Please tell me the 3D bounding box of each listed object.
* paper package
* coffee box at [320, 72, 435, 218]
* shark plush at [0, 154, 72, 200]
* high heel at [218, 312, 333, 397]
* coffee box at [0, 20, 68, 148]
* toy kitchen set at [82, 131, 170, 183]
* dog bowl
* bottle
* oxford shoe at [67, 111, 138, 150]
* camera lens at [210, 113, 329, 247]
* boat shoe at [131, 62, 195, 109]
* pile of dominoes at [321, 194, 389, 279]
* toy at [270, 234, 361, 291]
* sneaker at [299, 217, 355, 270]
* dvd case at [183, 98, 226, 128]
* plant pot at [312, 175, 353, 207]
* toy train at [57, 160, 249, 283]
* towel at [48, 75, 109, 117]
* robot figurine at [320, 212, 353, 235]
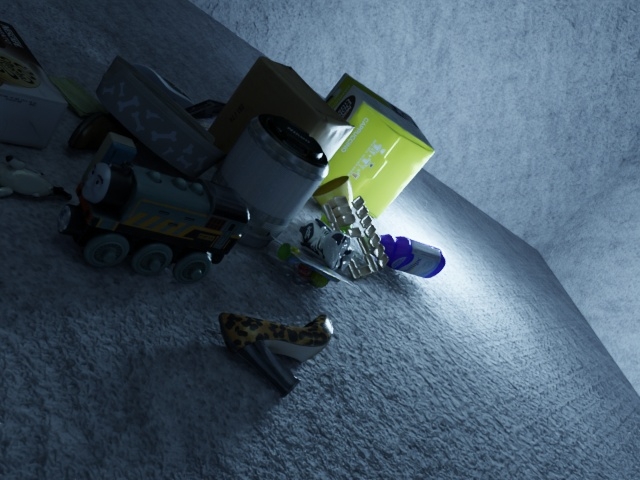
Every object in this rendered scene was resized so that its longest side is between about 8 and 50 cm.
[{"bbox_3d":[-0.128,-0.293,1.700,0.309,0.324,0.168,49,24,23],"label":"paper package"},{"bbox_3d":[0.149,-0.349,2.248,0.338,0.337,0.334,29,23,-25],"label":"coffee box"},{"bbox_3d":[-0.516,-0.111,1.084,0.067,0.073,0.161,16,8,42],"label":"shark plush"},{"bbox_3d":[-0.077,0.159,1.173,0.186,0.093,0.261,45,30,0],"label":"high heel"},{"bbox_3d":[-0.654,-0.326,1.202,0.297,0.118,0.168,49,25,26],"label":"coffee box"},{"bbox_3d":[-0.342,-0.098,1.238,0.207,0.122,0.166,15,31,-46],"label":"toy kitchen set"},{"bbox_3d":[-0.385,-0.288,1.473,0.349,0.102,0.349,43,3,-3],"label":"dog bowl"},{"bbox_3d":[0.260,0.041,1.930,0.283,0.118,0.092,17,47,-28],"label":"bottle"},{"bbox_3d":[-0.472,-0.231,1.357,0.096,0.082,0.227,40,21,-1],"label":"oxford shoe"},{"bbox_3d":[-0.130,-0.147,1.470,0.219,0.274,0.219,33,22,-15],"label":"camera lens"},{"bbox_3d":[-0.468,-0.446,1.814,0.229,0.080,0.076,30,14,-22],"label":"boat shoe"},{"bbox_3d":[0.097,-0.011,1.785,0.196,0.040,0.251,-11,75,-49],"label":"pile of dominoes"},{"bbox_3d":[-0.021,0.074,1.482,0.137,0.056,0.237,36,1,44],"label":"toy"},{"bbox_3d":[0.000,0.000,1.588,0.153,0.094,0.235,31,1,15],"label":"sneaker"},{"bbox_3d":[-0.315,-0.368,1.811,0.221,0.165,0.018,0,80,-59],"label":"dvd case"},{"bbox_3d":[0.052,-0.136,1.979,0.095,0.134,0.134,62,14,-18],"label":"plant pot"},{"bbox_3d":[-0.290,-0.039,1.105,0.334,0.190,0.142,16,30,-45],"label":"toy train"},{"bbox_3d":[-0.591,-0.347,1.477,0.148,0.027,0.110,41,20,6],"label":"towel"},{"bbox_3d":[0.046,-0.042,1.829,0.115,0.067,0.101,27,37,-26],"label":"robot figurine"}]
